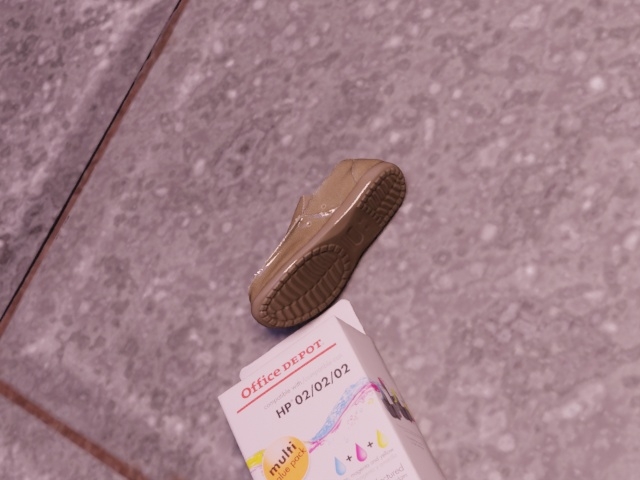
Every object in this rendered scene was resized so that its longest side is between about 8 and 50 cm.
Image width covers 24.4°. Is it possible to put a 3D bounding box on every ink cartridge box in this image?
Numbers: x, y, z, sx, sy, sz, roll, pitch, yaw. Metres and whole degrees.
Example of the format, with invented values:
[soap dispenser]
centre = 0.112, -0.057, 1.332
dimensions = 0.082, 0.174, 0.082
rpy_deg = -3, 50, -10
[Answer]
[ink cartridge box]
centre = 0.003, 0.127, 0.993
dimensions = 0.104, 0.061, 0.181
rpy_deg = -36, 58, 12

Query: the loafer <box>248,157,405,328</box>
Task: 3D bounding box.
[loafer]
centre = 0.000, 0.000, 1.052
dimensions = 0.148, 0.056, 0.050
rpy_deg = -46, 43, -10
